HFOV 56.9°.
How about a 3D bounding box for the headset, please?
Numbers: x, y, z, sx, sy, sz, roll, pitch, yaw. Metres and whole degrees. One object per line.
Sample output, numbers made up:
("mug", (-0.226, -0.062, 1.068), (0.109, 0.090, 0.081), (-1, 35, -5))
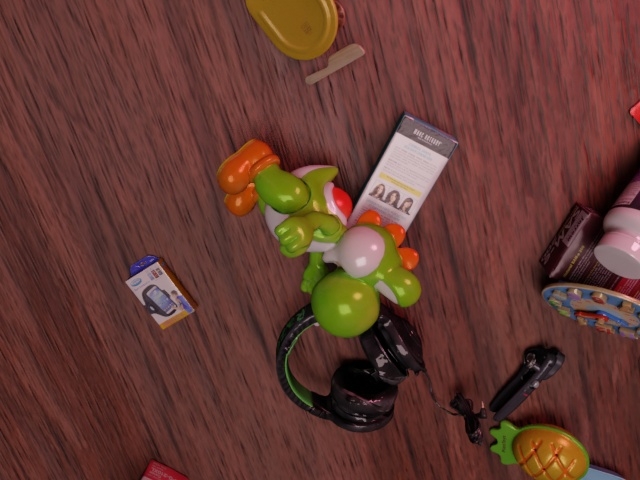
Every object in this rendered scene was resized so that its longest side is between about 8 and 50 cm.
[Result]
("headset", (0.110, 0.254, 1.068), (0.394, 0.185, 0.243), (22, 111, -16))

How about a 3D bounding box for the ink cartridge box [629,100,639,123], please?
("ink cartridge box", (0.625, -0.166, 0.932), (0.231, 0.078, 0.134), (42, 108, -10))

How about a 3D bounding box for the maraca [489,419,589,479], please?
("maraca", (0.424, 0.411, 1.152), (0.185, 0.099, 0.127), (5, 110, 30))

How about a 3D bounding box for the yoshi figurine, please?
("yoshi figurine", (-0.017, 0.018, 0.946), (0.362, 0.203, 0.203), (38, 124, 10))

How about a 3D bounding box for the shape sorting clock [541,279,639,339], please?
("shape sorting clock", (0.478, 0.122, 0.996), (0.206, 0.206, 0.040), (23, 79, -4))

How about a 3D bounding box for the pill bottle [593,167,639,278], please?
("pill bottle", (0.510, -0.039, 0.912), (0.108, 0.108, 0.193), (42, 78, -11))

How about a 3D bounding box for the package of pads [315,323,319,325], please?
("package of pads", (0.014, 0.118, 1.098), (0.032, 0.050, 0.083), (43, 107, -11))

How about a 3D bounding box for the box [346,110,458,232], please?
("box", (0.127, -0.087, 1.009), (0.100, 0.060, 0.244), (27, 110, -5))

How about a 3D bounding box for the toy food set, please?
("toy food set", (-0.025, -0.360, 0.925), (0.128, 0.071, 0.218), (-29, 105, 39))

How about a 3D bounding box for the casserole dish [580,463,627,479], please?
("casserole dish", (0.538, 0.503, 1.205), (0.188, 0.037, 0.114), (18, 111, -1))

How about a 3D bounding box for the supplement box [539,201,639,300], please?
("supplement box", (0.523, 0.044, 1.019), (0.239, 0.073, 0.130), (24, 110, -5))

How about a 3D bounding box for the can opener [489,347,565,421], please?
("can opener", (0.387, 0.277, 1.122), (0.073, 0.059, 0.186), (32, 109, -8))

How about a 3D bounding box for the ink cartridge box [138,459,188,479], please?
("ink cartridge box", (-0.380, 0.604, 1.207), (0.100, 0.237, 0.172), (31, 109, -7))

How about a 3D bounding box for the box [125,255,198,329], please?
("box", (-0.308, 0.096, 1.129), (0.081, 0.028, 0.136), (-31, 107, 14))
